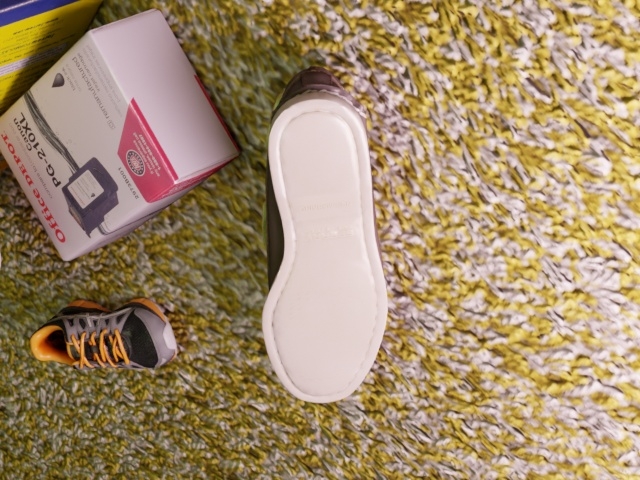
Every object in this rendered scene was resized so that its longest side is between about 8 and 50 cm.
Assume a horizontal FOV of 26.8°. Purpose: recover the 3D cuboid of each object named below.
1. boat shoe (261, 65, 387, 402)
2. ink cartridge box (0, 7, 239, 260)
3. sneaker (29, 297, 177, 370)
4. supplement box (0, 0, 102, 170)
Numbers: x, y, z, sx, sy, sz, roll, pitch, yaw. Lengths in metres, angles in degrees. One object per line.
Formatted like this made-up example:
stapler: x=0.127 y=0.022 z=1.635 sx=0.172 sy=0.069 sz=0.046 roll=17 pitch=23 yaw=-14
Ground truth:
boat shoe: x=0.000 y=0.000 z=1.240 sx=0.117 sy=0.096 sz=0.324 roll=-3 pitch=121 yaw=0
ink cartridge box: x=-0.218 y=-0.102 z=1.383 sx=0.237 sy=0.100 sz=0.172 roll=-30 pitch=90 yaw=47
sneaker: x=-0.249 y=0.118 z=1.545 sx=0.215 sy=0.083 sz=0.084 roll=-4 pitch=108 yaw=43
supplement box: x=-0.401 y=-0.215 z=1.424 sx=0.194 sy=0.195 sz=0.356 roll=51 pitch=136 yaw=8
